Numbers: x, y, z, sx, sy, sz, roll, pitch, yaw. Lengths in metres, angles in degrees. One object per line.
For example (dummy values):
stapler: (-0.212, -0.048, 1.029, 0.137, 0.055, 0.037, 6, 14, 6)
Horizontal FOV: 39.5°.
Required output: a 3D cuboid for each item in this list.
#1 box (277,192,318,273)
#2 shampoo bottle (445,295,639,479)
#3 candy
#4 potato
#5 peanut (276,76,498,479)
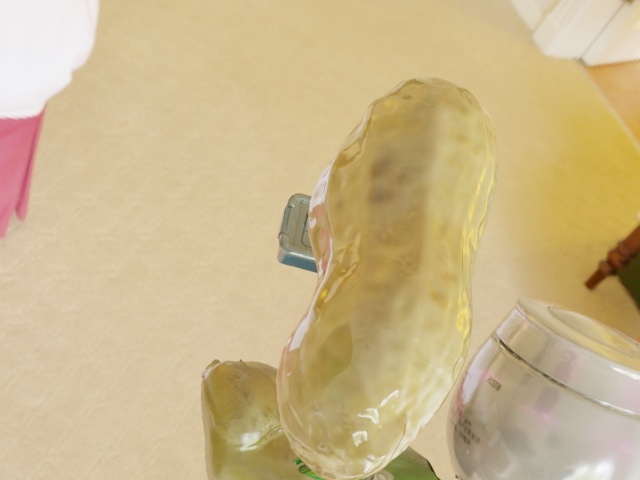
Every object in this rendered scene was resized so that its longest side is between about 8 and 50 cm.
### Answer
box: (0.000, 0.000, 0.968, 0.099, 0.054, 0.074, 17, 63, -11)
shampoo bottle: (0.319, 0.230, 1.198, 0.273, 0.266, 0.273, 20, 11, -4)
candy: (0.086, 0.270, 0.964, 0.203, 0.078, 0.141, 35, 17, 35)
potato: (-0.060, 0.320, 1.304, 0.218, 0.202, 0.351, -36, 99, -49)
peanut: (0.038, 0.018, 0.572, 0.111, 0.125, 0.274, 43, 55, -44)
